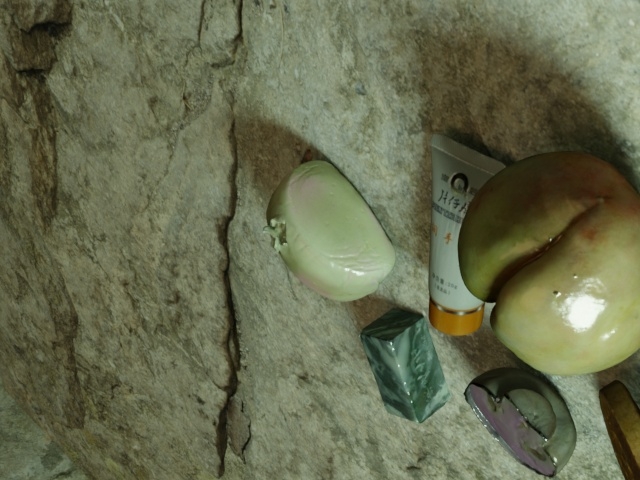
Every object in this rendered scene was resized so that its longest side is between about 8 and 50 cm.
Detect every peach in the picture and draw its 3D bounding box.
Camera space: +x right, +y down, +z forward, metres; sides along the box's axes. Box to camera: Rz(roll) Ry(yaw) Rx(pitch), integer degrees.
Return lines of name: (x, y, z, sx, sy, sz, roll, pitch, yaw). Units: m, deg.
peach: (0.311, 0.024, 1.633, 0.292, 0.247, 0.292, 27, 121, 58)

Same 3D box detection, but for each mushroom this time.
mushroom: (0.315, 0.264, 1.966, 0.188, 0.117, 0.141, 44, 145, 8)

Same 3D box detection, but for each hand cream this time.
hand cream: (0.217, -0.003, 1.906, 0.139, 0.089, 0.314, 27, 131, 37)

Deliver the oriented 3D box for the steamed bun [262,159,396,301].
steamed bun: (0.000, 0.000, 2.140, 0.239, 0.152, 0.170, 55, 151, 8)

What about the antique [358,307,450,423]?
antique: (0.147, 0.220, 2.198, 0.086, 0.088, 0.183, 11, 127, 52)

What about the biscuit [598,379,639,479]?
biscuit: (0.454, 0.325, 1.774, 0.273, 0.049, 0.257, 62, -173, -50)
